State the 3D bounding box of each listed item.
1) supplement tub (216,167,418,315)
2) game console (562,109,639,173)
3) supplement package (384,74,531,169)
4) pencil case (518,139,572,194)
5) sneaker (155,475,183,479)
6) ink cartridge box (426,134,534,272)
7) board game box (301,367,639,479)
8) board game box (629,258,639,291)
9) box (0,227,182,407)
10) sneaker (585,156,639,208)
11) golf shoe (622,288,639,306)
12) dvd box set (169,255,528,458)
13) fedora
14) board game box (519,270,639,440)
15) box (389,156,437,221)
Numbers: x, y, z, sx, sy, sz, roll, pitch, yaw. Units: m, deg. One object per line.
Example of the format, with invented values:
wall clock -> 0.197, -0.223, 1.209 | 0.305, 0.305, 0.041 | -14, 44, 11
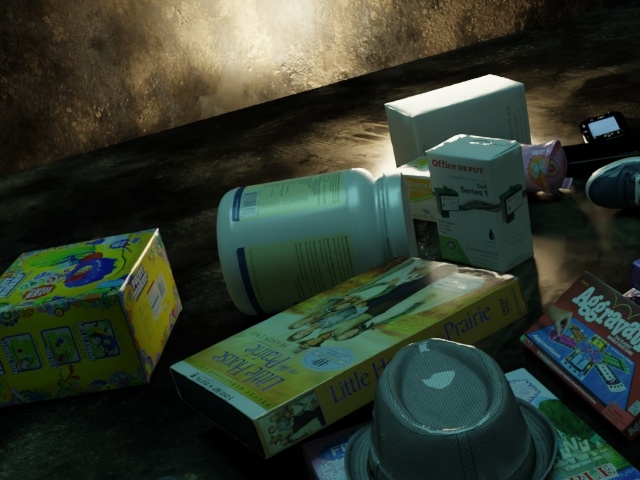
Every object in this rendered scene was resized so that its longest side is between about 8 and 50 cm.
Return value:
supplement tub -> 0.000, 0.000, 1.663 | 0.324, 0.235, 0.235 | -9, 21, 10
game console -> 0.650, -0.231, 2.153 | 0.213, 0.044, 0.361 | -7, 21, 13
supplement package -> 0.330, -0.267, 2.237 | 0.293, 0.178, 0.175 | -18, 22, -12
pencil case -> 0.392, -0.156, 2.014 | 0.284, 0.124, 0.124 | 4, 26, 35
sneaker -> -0.252, 0.356, 1.057 | 0.111, 0.121, 0.300 | 2, 25, 33
ink cartridge box -> 0.289, -0.070, 1.698 | 0.092, 0.219, 0.160 | -27, 25, -33
board game box -> 0.171, 0.285, 1.074 | 0.318, 0.066, 0.318 | -17, 21, -12
board game box -> 0.623, 0.081, 1.254 | 0.208, 0.056, 0.347 | -20, 37, -31
box -> -0.426, 0.132, 1.655 | 0.279, 0.177, 0.290 | -11, 21, 7
sneaker -> 0.640, -0.092, 1.726 | 0.282, 0.099, 0.153 | -4, 20, 13
golf shoe -> 0.466, 0.109, 1.383 | 0.186, 0.067, 0.086 | -31, -15, -18
dvd box set -> 0.031, 0.140, 1.301 | 0.420, 0.062, 0.307 | -24, 15, -23
fedora -> 0.137, 0.195, 1.053 | 0.243, 0.124, 0.275 | -11, 21, 4
board game box -> 0.388, 0.146, 1.265 | 0.145, 0.027, 0.281 | -45, 23, 2
box -> 0.259, -0.106, 1.971 | 0.114, 0.103, 0.203 | -28, 26, -35
